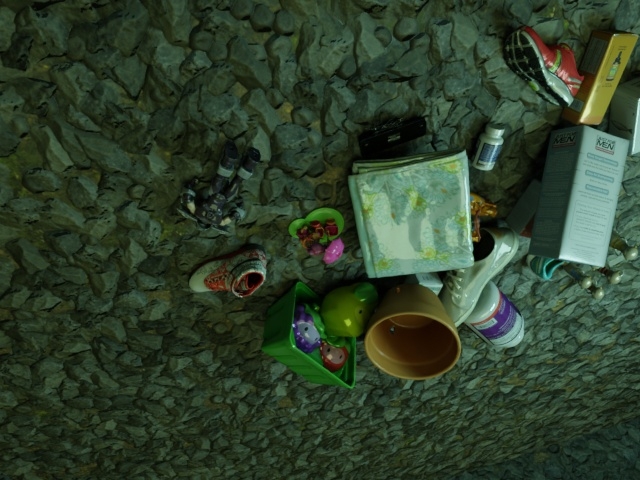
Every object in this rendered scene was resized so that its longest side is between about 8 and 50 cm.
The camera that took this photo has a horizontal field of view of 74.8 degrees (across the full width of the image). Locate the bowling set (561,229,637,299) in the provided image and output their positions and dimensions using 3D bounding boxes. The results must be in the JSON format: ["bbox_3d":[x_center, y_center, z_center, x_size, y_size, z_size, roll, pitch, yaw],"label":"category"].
[{"bbox_3d":[0.973,0.104,1.527,0.200,0.154,0.287,-7,127,-8],"label":"bowling set"}]

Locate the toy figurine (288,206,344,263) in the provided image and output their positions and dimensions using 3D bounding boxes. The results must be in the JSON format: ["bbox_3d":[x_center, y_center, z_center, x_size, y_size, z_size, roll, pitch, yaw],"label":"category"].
[{"bbox_3d":[0.000,0.000,1.229,0.173,0.159,0.130,-6,127,-7],"label":"toy figurine"}]

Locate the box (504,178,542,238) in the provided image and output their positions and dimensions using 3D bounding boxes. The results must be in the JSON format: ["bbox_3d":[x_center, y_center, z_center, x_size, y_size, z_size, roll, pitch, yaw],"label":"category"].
[{"bbox_3d":[0.716,-0.096,1.361,0.130,0.091,0.170,10,123,-20],"label":"box"}]

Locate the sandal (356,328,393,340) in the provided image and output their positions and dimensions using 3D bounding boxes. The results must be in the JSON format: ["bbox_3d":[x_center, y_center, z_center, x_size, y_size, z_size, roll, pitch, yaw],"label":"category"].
[{"bbox_3d":[0.211,0.376,1.631,0.179,0.040,0.067,4,125,-16],"label":"sandal"}]

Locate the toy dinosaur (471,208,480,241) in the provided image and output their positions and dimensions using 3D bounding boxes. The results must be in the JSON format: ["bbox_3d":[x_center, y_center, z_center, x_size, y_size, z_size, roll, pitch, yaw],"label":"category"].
[{"bbox_3d":[0.469,-0.054,1.248,0.047,0.090,0.082,-32,160,-9],"label":"toy dinosaur"}]

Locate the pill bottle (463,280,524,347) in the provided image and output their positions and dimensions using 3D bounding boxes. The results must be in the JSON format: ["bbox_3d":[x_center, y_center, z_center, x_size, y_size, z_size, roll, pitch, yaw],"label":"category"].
[{"bbox_3d":[0.634,0.279,1.566,0.181,0.181,0.323,-40,125,17],"label":"pill bottle"}]

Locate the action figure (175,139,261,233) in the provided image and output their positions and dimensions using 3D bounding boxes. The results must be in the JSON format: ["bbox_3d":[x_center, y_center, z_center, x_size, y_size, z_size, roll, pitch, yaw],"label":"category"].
[{"bbox_3d":[-0.267,-0.126,1.121,0.185,0.099,0.285,19,124,-33],"label":"action figure"}]

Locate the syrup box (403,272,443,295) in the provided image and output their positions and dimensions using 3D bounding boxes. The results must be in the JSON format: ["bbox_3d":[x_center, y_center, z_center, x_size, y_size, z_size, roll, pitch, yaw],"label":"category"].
[{"bbox_3d":[0.341,0.215,1.506,0.093,0.096,0.236,6,124,-14],"label":"syrup box"}]

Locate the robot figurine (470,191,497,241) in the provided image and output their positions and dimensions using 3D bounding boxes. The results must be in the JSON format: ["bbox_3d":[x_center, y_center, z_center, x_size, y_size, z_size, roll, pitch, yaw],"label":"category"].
[{"bbox_3d":[0.387,-0.088,1.297,0.291,0.085,0.211,9,123,-19],"label":"robot figurine"}]

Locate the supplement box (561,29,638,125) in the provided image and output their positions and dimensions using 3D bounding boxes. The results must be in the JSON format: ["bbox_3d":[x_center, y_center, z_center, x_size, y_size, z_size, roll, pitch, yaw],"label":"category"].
[{"bbox_3d":[0.742,-0.434,1.124,0.078,0.080,0.233,-5,129,-10],"label":"supplement box"}]

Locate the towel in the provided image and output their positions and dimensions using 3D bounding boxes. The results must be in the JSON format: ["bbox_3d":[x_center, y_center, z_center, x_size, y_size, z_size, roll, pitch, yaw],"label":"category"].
[{"bbox_3d":[0.262,-0.067,1.196,0.321,0.090,0.374,-6,117,14],"label":"towel"}]

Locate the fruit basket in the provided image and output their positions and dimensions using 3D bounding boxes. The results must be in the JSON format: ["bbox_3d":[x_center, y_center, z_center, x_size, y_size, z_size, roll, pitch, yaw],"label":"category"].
[{"bbox_3d":[0.039,0.299,1.417,0.392,0.283,0.392,3,137,3],"label":"fruit basket"}]

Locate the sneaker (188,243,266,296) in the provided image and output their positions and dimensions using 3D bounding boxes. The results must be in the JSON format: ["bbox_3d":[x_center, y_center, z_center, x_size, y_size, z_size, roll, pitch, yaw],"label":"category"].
[{"bbox_3d":[-0.285,0.118,1.262,0.270,0.145,0.090,-25,127,7],"label":"sneaker"}]

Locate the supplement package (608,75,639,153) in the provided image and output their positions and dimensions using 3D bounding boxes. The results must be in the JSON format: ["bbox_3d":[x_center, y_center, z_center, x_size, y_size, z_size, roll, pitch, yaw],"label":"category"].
[{"bbox_3d":[0.912,-0.360,1.199,0.105,0.105,0.179,-23,127,4],"label":"supplement package"}]

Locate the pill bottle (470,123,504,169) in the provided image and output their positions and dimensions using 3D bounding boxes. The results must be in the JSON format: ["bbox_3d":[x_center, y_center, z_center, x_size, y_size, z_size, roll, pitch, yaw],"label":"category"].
[{"bbox_3d":[0.478,-0.267,1.195,0.067,0.067,0.120,0,126,-12],"label":"pill bottle"}]

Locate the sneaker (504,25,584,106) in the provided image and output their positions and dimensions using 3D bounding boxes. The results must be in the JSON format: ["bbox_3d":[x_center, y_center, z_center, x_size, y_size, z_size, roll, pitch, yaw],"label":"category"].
[{"bbox_3d":[0.577,-0.462,1.071,0.279,0.107,0.118,28,97,-32],"label":"sneaker"}]

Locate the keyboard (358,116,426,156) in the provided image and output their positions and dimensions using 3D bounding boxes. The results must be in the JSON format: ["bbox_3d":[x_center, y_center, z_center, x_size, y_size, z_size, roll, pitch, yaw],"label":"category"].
[{"bbox_3d":[0.194,-0.298,1.140,0.192,0.038,0.100,-19,151,1],"label":"keyboard"}]

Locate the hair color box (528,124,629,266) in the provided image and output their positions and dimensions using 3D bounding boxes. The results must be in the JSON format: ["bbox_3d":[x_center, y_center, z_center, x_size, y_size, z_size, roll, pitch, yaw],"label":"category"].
[{"bbox_3d":[0.751,-0.123,1.224,0.185,0.113,0.374,9,92,-20],"label":"hair color box"}]

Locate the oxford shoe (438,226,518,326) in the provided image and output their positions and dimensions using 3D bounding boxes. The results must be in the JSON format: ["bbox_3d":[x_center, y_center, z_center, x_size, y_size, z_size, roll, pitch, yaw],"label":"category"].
[{"bbox_3d":[0.485,0.131,1.435,0.130,0.169,0.449,21,112,-29],"label":"oxford shoe"}]

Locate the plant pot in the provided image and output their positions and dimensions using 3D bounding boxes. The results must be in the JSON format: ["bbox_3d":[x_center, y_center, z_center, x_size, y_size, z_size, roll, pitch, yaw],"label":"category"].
[{"bbox_3d":[0.295,0.278,1.363,0.291,0.203,0.290,5,122,8],"label":"plant pot"}]

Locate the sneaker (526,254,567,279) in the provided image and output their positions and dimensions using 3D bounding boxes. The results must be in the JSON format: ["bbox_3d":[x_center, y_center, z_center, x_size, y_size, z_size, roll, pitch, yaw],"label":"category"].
[{"bbox_3d":[0.859,0.024,1.471,0.107,0.110,0.275,20,119,-25],"label":"sneaker"}]
